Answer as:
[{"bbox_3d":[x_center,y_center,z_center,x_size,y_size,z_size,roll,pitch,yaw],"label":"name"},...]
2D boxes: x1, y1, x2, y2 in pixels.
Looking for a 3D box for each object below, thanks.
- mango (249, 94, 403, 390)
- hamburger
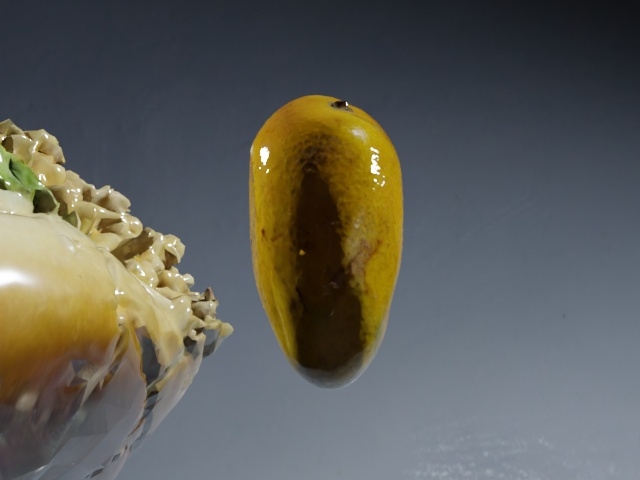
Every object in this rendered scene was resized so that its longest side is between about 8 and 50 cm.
[{"bbox_3d":[0.002,-0.005,0.603,0.089,0.115,0.165,5,58,-15],"label":"mango"},{"bbox_3d":[-0.171,0.067,0.358,0.286,0.243,0.146,-28,59,-33],"label":"hamburger"}]
